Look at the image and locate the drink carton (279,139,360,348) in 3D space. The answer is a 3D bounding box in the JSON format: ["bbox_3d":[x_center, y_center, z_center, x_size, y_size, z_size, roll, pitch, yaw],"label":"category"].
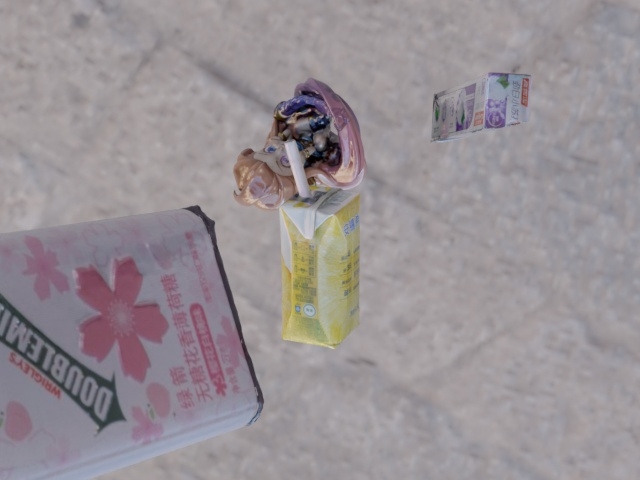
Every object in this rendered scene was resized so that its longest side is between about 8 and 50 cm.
[{"bbox_3d":[0.000,0.000,1.571,0.074,0.084,0.200,11,116,24],"label":"drink carton"}]

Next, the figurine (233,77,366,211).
[{"bbox_3d":[-0.023,-0.085,1.714,0.126,0.157,0.114,37,171,17],"label":"figurine"}]

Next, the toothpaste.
[{"bbox_3d":[0.131,-0.108,1.335,0.040,0.047,0.196,3,180,-8],"label":"toothpaste"}]

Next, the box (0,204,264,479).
[{"bbox_3d":[-0.199,0.086,1.164,0.112,0.369,0.190,-18,85,32],"label":"box"}]
